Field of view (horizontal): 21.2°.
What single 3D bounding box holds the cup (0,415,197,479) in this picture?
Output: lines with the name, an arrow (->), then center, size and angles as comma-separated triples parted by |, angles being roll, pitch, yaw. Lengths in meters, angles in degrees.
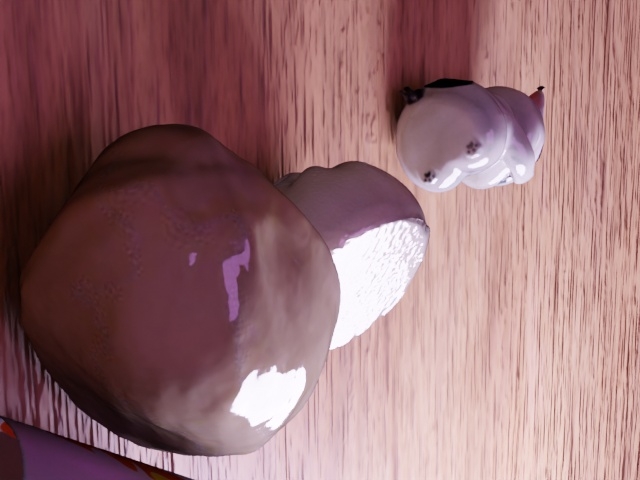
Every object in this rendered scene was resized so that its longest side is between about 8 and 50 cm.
cup -> -0.166, 0.231, 1.233 | 0.288, 0.203, 0.203 | 35, 72, -47

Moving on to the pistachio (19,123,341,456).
pistachio -> -0.097, 0.054, 1.256 | 0.226, 0.207, 0.332 | -20, 147, -2

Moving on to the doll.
doll -> 0.149, -0.099, 1.628 | 0.181, 0.110, 0.107 | 4, 59, -54

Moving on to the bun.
bun -> 0.000, 0.000, 1.433 | 0.173, 0.120, 0.173 | -30, 151, -19
